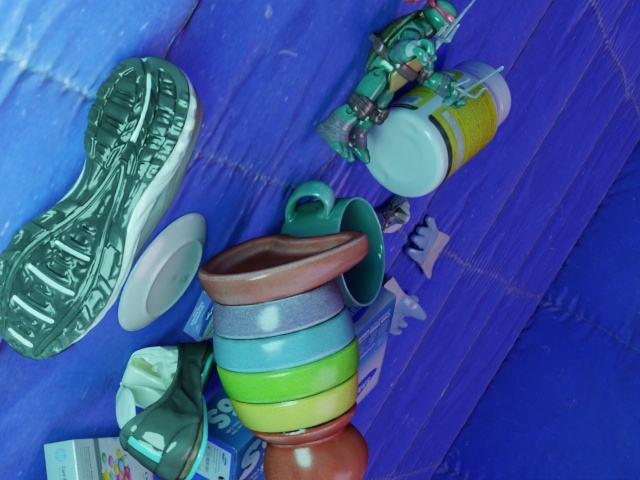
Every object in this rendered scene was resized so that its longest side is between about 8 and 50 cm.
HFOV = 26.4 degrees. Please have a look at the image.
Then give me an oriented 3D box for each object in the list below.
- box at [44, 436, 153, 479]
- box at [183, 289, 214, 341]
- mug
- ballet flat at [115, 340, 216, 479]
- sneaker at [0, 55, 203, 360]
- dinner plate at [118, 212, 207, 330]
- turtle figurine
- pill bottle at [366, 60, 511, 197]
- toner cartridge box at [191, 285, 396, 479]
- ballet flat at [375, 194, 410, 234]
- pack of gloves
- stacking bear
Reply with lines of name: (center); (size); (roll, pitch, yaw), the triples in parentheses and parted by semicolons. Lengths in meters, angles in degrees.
box: (-0.227, 0.283, 1.449); (0.186, 0.038, 0.145); (25, 55, -73)
box: (-0.107, 0.069, 1.565); (0.081, 0.028, 0.136); (-63, 159, 16)
mug: (0.005, 0.003, 1.618); (0.129, 0.097, 0.157); (-19, 102, -62)
ballet flat: (-0.160, 0.158, 1.421); (0.280, 0.096, 0.095); (-100, -146, -77)
sneaker: (-0.173, -0.019, 1.130); (0.271, 0.100, 0.108); (-59, 168, 3)
dinner plate: (-0.156, 0.036, 1.397); (0.141, 0.017, 0.141); (-50, 162, -23)
turtle figurine: (0.101, -0.191, 1.537); (0.234, 0.118, 0.175); (-46, 150, 15)
pill bottle: (0.153, -0.148, 1.736); (0.208, 0.119, 0.119); (-38, 154, -45)
toner cartridge box: (-0.036, 0.195, 1.658); (0.348, 0.075, 0.165); (-41, 152, -44)
ballet flat: (0.104, -0.034, 1.928); (0.114, 0.041, 0.041); (-37, 153, -49)
pack of gloves: (0.162, 0.067, 2.218); (0.195, 0.046, 0.232); (-62, 162, -2)
stacking bear: (-0.024, 0.151, 1.457); (0.164, 0.175, 0.289); (-25, 108, -47)
